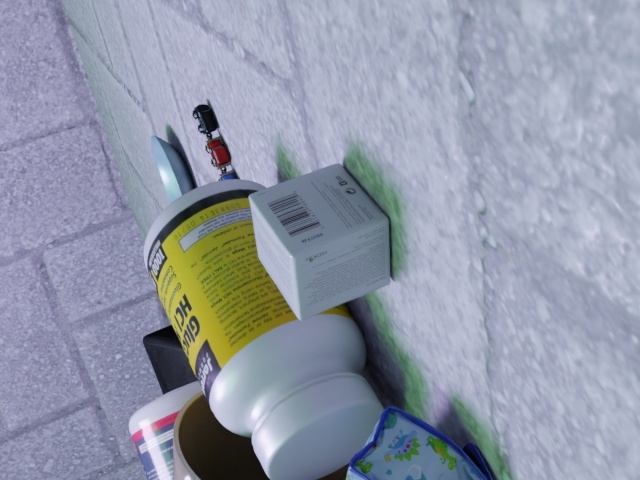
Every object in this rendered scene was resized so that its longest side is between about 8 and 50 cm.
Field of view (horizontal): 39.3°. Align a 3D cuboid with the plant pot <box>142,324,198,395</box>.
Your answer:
[{"bbox_3d":[-0.204,0.235,1.724,0.167,0.187,0.188,-15,97,61],"label":"plant pot"}]

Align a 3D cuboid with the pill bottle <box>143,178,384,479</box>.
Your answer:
[{"bbox_3d":[-0.065,0.101,1.030,0.334,0.187,0.188,57,161,36],"label":"pill bottle"}]

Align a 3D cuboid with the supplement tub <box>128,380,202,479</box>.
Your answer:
[{"bbox_3d":[-0.152,0.349,1.317,0.191,0.191,0.272,120,128,-70],"label":"supplement tub"}]

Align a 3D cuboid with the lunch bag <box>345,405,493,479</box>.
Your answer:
[{"bbox_3d":[0.103,0.240,0.834,0.151,0.096,0.129,31,151,17],"label":"lunch bag"}]

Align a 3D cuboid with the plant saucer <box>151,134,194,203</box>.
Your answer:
[{"bbox_3d":[-0.277,-0.117,1.737,0.195,0.037,0.195,57,161,33],"label":"plant saucer"}]

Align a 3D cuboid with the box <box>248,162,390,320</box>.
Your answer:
[{"bbox_3d":[0.000,0.000,0.842,0.101,0.102,0.087,52,156,43],"label":"box"}]

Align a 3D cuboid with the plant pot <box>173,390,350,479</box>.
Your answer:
[{"bbox_3d":[-0.068,0.354,1.095,0.256,0.256,0.274,48,132,52],"label":"plant pot"}]

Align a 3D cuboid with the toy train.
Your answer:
[{"bbox_3d":[-0.149,-0.126,1.319,0.036,0.027,0.158,-13,98,64],"label":"toy train"}]
